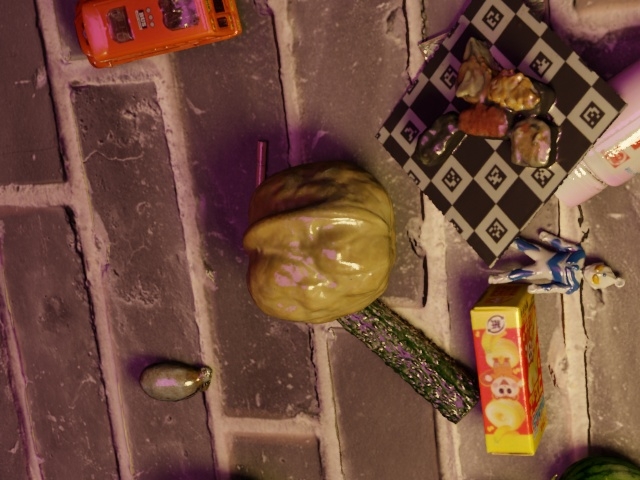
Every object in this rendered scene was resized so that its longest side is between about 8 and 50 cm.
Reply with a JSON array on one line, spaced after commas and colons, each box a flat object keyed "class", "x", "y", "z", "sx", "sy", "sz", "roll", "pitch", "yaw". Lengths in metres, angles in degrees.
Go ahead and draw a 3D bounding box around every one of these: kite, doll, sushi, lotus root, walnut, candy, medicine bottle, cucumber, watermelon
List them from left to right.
[{"class": "lotus root", "x": -0.302, "y": 0.292, "z": 2.129, "sx": 0.165, "sy": 0.088, "sz": 0.088, "roll": -1, "pitch": 105, "yaw": 12}, {"class": "walnut", "x": 0.000, "y": 0.002, "z": 1.817, "sx": 0.277, "sy": 0.253, "sz": 0.281, "roll": -10, "pitch": 95, "yaw": 18}, {"class": "cucumber", "x": 0.142, "y": 0.196, "z": 1.913, "sx": 0.359, "sy": 0.096, "sz": 0.096, "roll": 39, "pitch": 116, "yaw": 11}, {"class": "sushi", "x": 0.260, "y": -0.195, "z": 1.677, "sx": 0.343, "sy": 0.064, "sz": 0.359, "roll": 53, "pitch": 124, "yaw": 28}, {"class": "kite", "x": 0.288, "y": -0.284, "z": 1.754, "sx": 0.268, "sy": 0.013, "sz": 0.322, "roll": 24, "pitch": 115, "yaw": 16}, {"class": "candy", "x": 0.335, "y": 0.225, "z": 1.813, "sx": 0.088, "sy": 0.146, "sz": 0.276, "roll": -3, "pitch": 103, "yaw": 22}, {"class": "doll", "x": 0.409, "y": 0.042, "z": 1.769, "sx": 0.227, "sy": 0.057, "sz": 0.114, "roll": 10, "pitch": 76, "yaw": 11}, {"class": "watermelon", "x": 0.489, "y": 0.469, "z": 1.791, "sx": 0.215, "sy": 0.188, "sz": 0.188, "roll": 9, "pitch": 110, "yaw": -6}, {"class": "medicine bottle", "x": 0.471, "y": -0.172, "z": 1.635, "sx": 0.254, "sy": 0.152, "sz": 0.152, "roll": -37, "pitch": 90, "yaw": 29}]

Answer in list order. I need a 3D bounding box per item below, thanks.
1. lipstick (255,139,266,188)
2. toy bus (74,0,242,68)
[{"class": "lipstick", "x": -0.113, "y": -0.144, "z": 1.955, "sx": 0.019, "sy": 0.019, "sz": 0.094, "roll": 9, "pitch": 109, "yaw": 20}, {"class": "toy bus", "x": -0.321, "y": -0.405, "z": 1.890, "sx": 0.329, "sy": 0.153, "sz": 0.142, "roll": -7, "pitch": 104, "yaw": 24}]
